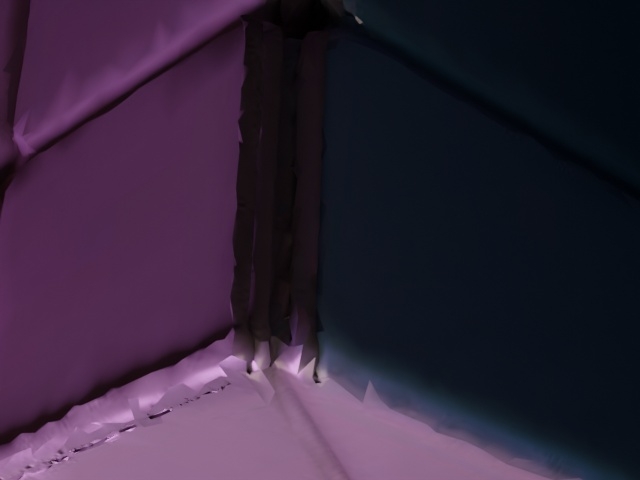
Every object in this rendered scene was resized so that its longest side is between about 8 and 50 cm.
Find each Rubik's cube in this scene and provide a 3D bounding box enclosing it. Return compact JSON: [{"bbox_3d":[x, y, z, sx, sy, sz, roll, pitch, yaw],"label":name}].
[{"bbox_3d":[0.000,0.000,0.486,0.231,0.224,0.221,26,141,-37],"label":"Rubik's cube"}]
